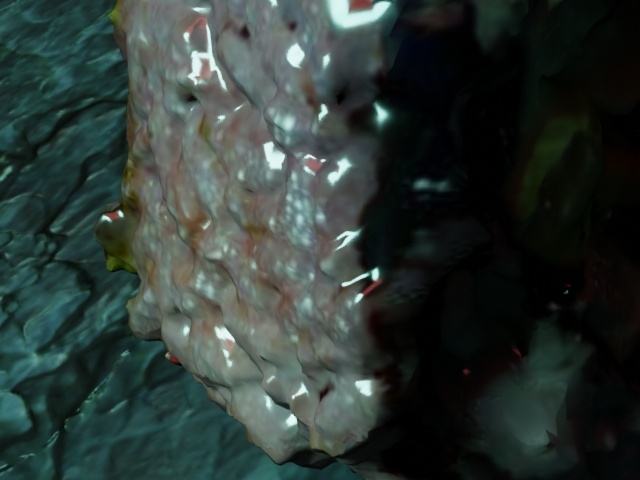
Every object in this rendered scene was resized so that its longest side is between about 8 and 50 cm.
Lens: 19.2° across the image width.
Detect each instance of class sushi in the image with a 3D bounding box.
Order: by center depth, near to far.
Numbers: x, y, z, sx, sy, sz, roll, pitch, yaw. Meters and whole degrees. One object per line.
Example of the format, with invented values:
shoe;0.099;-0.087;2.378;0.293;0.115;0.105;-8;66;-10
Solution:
sushi;0.061;-0.041;0.658;0.237;0.270;0.171;-6;24;-29

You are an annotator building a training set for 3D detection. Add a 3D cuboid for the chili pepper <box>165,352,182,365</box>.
chili pepper;0.002;0.003;0.820;0.169;0.065;0.088;-35;20;-9
